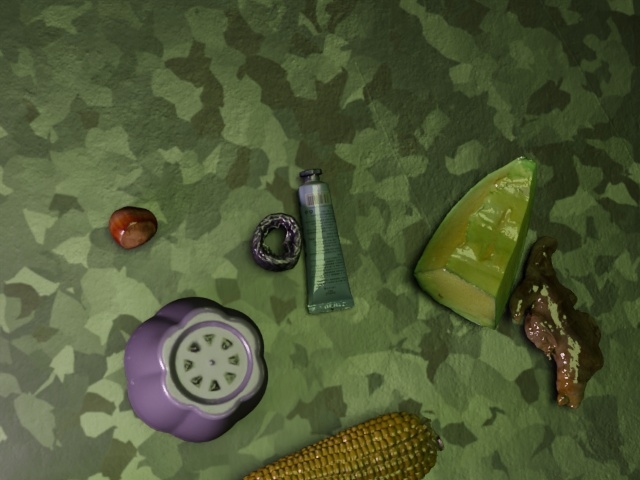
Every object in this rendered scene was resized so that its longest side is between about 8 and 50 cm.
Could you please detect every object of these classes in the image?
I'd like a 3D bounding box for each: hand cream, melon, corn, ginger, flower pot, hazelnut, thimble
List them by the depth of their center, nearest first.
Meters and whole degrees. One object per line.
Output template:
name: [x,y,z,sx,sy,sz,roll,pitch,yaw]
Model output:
flower pot: [-0.200,0.221,1.853,0.265,0.243,0.265,2,82,-15]
corn: [0.034,0.417,1.931,0.387,0.144,0.144,-19,85,-11]
hazelnut: [-0.342,-0.026,1.948,0.086,0.086,0.086,2,80,-13]
thimble: [-0.081,0.003,2.005,0.095,0.066,0.104,-7,79,-5]
hand cream: [0.000,0.000,2.038,0.091,0.058,0.271,-8,86,-18]
melon: [0.331,-0.010,2.085,0.196,0.124,0.323,33,69,-7]
ginger: [0.464,0.163,2.108,0.166,0.080,0.333,-21,89,-28]
